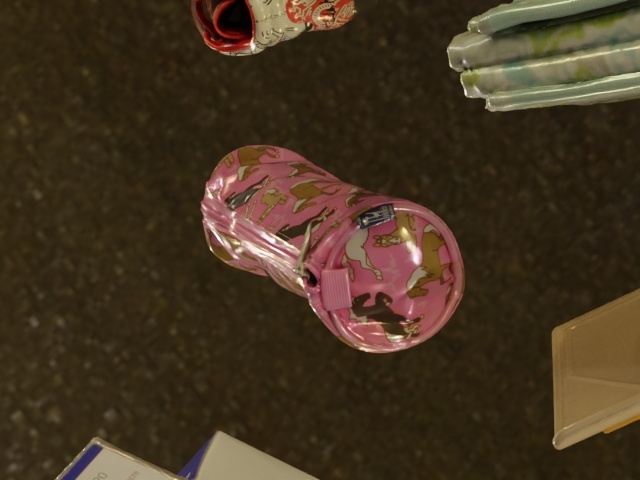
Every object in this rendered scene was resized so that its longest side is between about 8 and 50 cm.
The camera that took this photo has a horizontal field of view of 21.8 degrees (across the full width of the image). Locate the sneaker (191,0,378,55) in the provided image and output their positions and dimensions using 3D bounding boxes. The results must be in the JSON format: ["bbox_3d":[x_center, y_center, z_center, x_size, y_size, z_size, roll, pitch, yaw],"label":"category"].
[{"bbox_3d":[-0.071,-0.245,1.594,0.270,0.145,0.090,28,134,57],"label":"sneaker"}]

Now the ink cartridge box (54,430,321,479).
[{"bbox_3d":[-0.027,0.218,0.926,0.371,0.069,0.176,29,115,-31],"label":"ink cartridge box"}]

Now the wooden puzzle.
[{"bbox_3d":[0.308,0.091,1.466,0.221,0.239,0.044,-27,105,19],"label":"wooden puzzle"}]

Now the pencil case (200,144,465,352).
[{"bbox_3d":[0.000,0.000,1.786,0.167,0.160,0.386,48,172,-25],"label":"pencil case"}]

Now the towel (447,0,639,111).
[{"bbox_3d":[0.316,-0.164,1.225,0.374,0.320,0.090,-7,93,25],"label":"towel"}]
